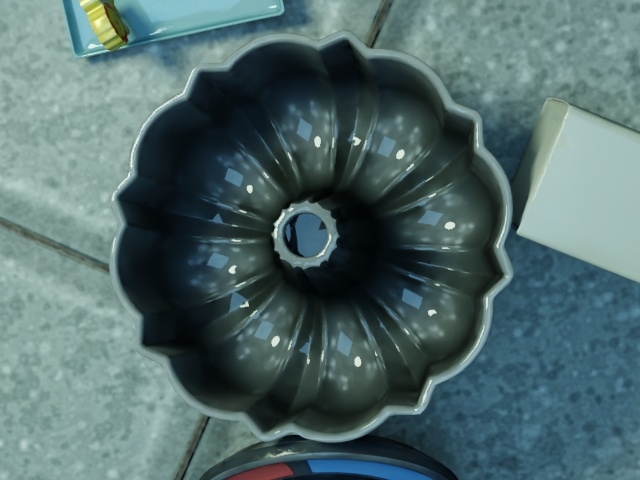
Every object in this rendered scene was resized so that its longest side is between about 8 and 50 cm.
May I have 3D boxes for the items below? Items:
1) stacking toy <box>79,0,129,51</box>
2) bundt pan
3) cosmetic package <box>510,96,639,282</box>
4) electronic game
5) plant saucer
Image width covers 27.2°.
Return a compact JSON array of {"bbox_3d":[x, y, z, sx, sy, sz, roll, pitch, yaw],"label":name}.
[{"bbox_3d":[-0.156,-0.293,1.097,0.167,0.052,0.221,-28,88,12],"label":"stacking toy"},{"bbox_3d":[0.000,0.000,1.095,0.330,0.124,0.331,-1,85,11],"label":"bundt pan"},{"bbox_3d":[0.315,-0.009,1.082,0.309,0.160,0.113,22,99,-2],"label":"cosmetic package"},{"bbox_3d":[0.007,0.223,1.132,0.229,0.229,0.048,-3,58,4],"label":"electronic game"},{"bbox_3d":[-0.128,-0.208,1.140,0.192,0.018,0.067,-11,99,8],"label":"plant saucer"}]
